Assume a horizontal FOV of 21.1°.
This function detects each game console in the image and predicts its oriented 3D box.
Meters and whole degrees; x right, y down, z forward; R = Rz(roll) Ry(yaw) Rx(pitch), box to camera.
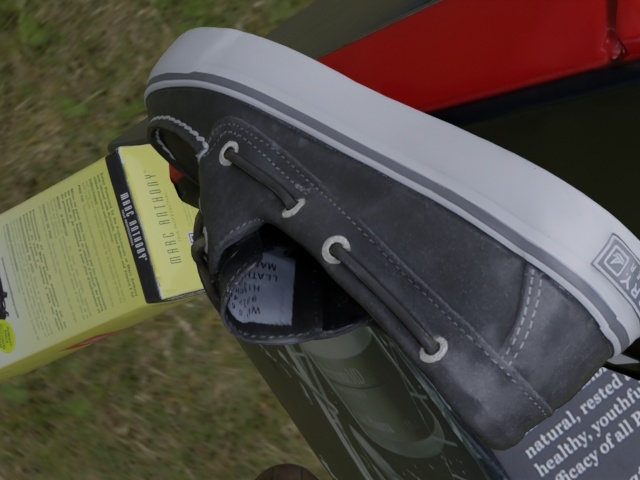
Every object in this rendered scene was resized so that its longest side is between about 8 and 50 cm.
[{"bbox_3d":[0.178,0.001,0.649,0.386,0.342,0.060,22,73,-28],"label":"game console"}]

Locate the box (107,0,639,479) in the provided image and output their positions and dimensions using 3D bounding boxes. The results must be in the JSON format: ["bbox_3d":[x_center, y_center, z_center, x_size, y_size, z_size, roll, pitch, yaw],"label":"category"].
[{"bbox_3d":[0.129,0.036,1.263,0.297,0.480,0.472,-35,100,-15],"label":"box"}]

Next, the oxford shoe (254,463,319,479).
[{"bbox_3d":[-0.003,0.196,0.982,0.082,0.227,0.096,0,57,2],"label":"oxford shoe"}]

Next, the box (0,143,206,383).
[{"bbox_3d":[-0.152,0.022,0.976,0.058,0.232,0.087,-9,78,-48],"label":"box"}]

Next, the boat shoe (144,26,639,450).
[{"bbox_3d":[0.000,0.000,0.511,0.076,0.228,0.080,-50,131,-10],"label":"boat shoe"}]
